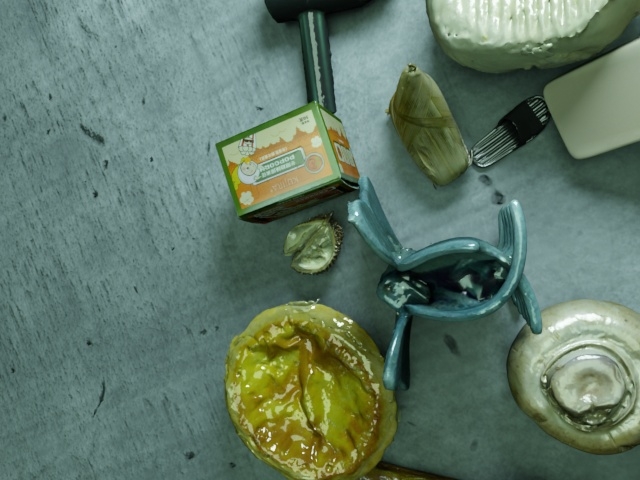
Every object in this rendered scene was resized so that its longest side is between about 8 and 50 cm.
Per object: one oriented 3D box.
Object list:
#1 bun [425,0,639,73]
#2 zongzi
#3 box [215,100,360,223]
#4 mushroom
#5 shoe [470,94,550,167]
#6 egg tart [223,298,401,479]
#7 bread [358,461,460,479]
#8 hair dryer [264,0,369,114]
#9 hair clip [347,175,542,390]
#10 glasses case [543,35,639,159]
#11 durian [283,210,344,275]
[{"bbox_3d":[0.348,-0.414,0.856,0.359,0.211,0.360,-3,84,28],"label":"bun"},{"bbox_3d":[0.182,-0.191,0.915,0.099,0.197,0.195,-32,86,4],"label":"zongzi"},{"bbox_3d":[-0.048,-0.130,0.989,0.194,0.177,0.148,-19,87,15],"label":"box"},{"bbox_3d":[0.427,0.210,0.867,0.254,0.184,0.255,-5,78,23],"label":"mushroom"},{"bbox_3d":[0.326,-0.185,0.950,0.159,0.053,0.062,-40,78,16],"label":"shoe"},{"bbox_3d":[-0.013,0.274,1.013,0.341,0.132,0.342,0,91,15],"label":"egg tart"},{"bbox_3d":[0.151,0.484,1.002,0.270,0.077,0.139,10,97,12],"label":"bread"},{"bbox_3d":[0.036,-0.377,1.011,0.244,0.116,0.303,-4,102,16],"label":"hair dryer"},{"bbox_3d":[0.193,0.053,0.862,0.238,0.318,0.392,-11,87,13],"label":"hair clip"},{"bbox_3d":[0.500,-0.234,0.786,0.336,0.076,0.144,-18,100,51],"label":"glasses case"},{"bbox_3d":[-0.001,-0.002,1.035,0.110,0.071,0.140,42,114,16],"label":"durian"}]
